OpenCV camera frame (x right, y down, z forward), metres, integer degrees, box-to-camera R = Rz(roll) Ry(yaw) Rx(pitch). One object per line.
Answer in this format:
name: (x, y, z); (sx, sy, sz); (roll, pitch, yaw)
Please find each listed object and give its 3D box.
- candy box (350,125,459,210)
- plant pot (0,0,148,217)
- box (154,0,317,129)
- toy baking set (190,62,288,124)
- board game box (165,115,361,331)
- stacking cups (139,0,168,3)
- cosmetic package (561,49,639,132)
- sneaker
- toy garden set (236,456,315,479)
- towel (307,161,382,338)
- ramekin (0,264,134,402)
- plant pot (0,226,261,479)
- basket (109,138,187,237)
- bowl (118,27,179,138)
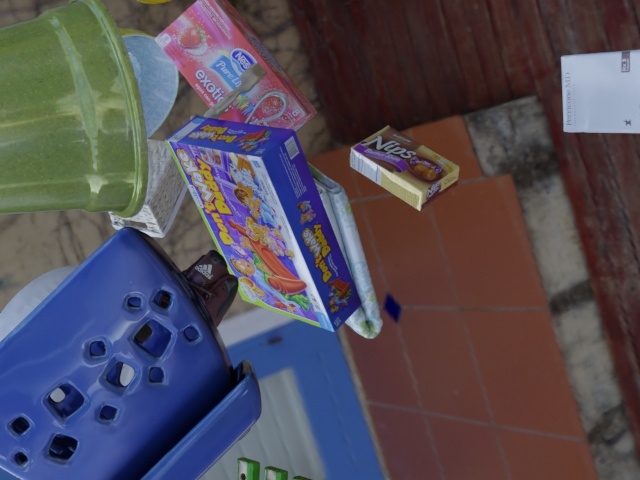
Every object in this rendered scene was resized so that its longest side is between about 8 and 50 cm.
candy box: (0.159, -0.141, 1.753); (0.187, 0.109, 0.053); (37, 145, 31)
plant pot: (-0.369, -0.134, 1.062); (0.276, 0.254, 0.276); (35, 133, 50)
box: (-0.160, -0.320, 1.796); (0.300, 0.142, 0.154); (51, -167, -1)
toy baking set: (-0.141, -0.183, 1.670); (0.030, 0.197, 0.256); (166, 89, -88)
board game box: (-0.089, -0.027, 1.496); (0.233, 0.078, 0.347); (14, 137, 43)
stacking cups: (-0.233, -0.409, 0.997); (0.316, 0.096, 0.096); (60, 152, 14)
cosmetic package: (0.444, -0.208, 1.272); (0.231, 0.085, 0.117); (10, 107, 59)
sneaker: (-0.199, 0.070, 1.193); (0.106, 0.162, 0.281); (39, -179, 20)
toy garden set: (-0.066, 0.480, 1.481); (0.244, 0.049, 0.204); (4, 92, 43)
towel: (0.000, 0.000, 1.997); (0.320, 0.090, 0.374); (45, 156, 58)
ramekin: (-0.381, 0.190, 1.448); (0.135, 0.277, 0.277); (22, 131, 29)
plant pot: (-0.187, 0.143, 0.889); (0.212, 0.236, 0.236); (46, 173, -1)
basket: (-0.331, -0.106, 1.757); (0.113, 0.167, 0.103); (9, 148, 16)
bowl: (-0.474, -0.352, 2.026); (0.156, 0.289, 0.289); (37, 140, 33)
